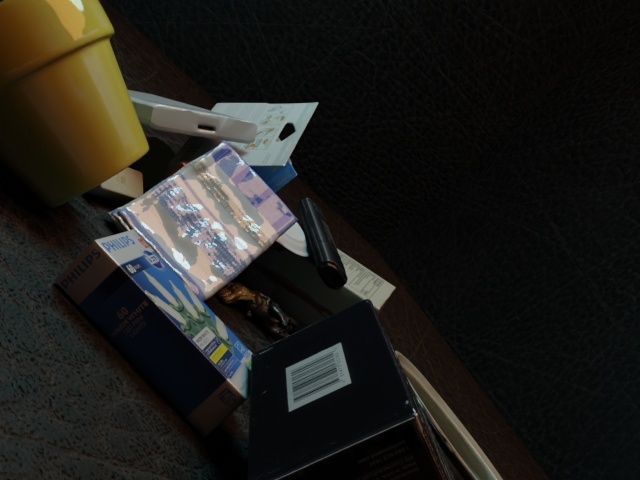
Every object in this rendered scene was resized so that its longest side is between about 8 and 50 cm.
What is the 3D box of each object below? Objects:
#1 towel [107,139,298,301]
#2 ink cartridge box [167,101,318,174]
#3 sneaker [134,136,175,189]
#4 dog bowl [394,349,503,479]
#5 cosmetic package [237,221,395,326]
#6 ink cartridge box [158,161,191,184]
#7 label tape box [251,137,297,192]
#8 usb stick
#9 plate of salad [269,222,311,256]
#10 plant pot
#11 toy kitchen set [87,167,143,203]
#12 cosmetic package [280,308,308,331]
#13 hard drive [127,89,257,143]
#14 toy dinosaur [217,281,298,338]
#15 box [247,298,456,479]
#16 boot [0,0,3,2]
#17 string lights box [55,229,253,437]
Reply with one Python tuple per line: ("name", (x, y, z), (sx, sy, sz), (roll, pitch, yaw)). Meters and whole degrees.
("towel", (-0.188, -0.037, 1.171), (0.209, 0.034, 0.285), (48, 50, 1))
("ink cartridge box", (-0.146, -0.198, 1.401), (0.275, 0.238, 0.060), (-68, 157, -50))
("sneaker", (-0.306, -0.114, 1.441), (0.235, 0.090, 0.095), (52, -4, 12))
("dog bowl", (0.190, 0.389, 1.149), (0.408, 0.150, 0.408), (52, 5, -6))
("cosmetic package", (-0.011, 0.086, 1.442), (0.296, 0.129, 0.153), (34, 21, 10))
("ink cartridge box", (-0.226, -0.038, 1.258), (0.175, 0.127, 0.072), (47, 8, 2))
("label tape box", (-0.199, -0.165, 1.598), (0.106, 0.240, 0.334), (50, 6, -24))
("usb stick", (0.000, 0.000, 1.389), (0.077, 0.045, 0.278), (47, 13, -30))
("plate of salad", (-0.098, -0.034, 1.352), (0.200, 0.048, 0.200), (42, 14, -13))
("plant pot", (-0.363, -0.187, 0.931), (0.239, 0.254, 0.254), (60, 3, -19))
("toy kitchen set", (-0.409, -0.166, 1.180), (0.122, 0.166, 0.207), (23, 62, -70))
("cosmetic package", (-0.048, 0.165, 1.507), (0.115, 0.041, 0.060), (46, 9, -7))
("hard drive", (-0.323, -0.253, 1.337), (0.353, 0.047, 0.233), (23, 15, 41))
("toy dinosaur", (-0.086, 0.153, 1.319), (0.118, 0.064, 0.268), (45, 1, 39))
("box", (0.057, 0.274, 0.780), (0.294, 0.182, 0.296), (63, 3, -16))
("boot", (-0.676, -0.501, 1.301), (0.115, 0.112, 0.305), (39, 4, 38))
("string lights box", (-0.195, 0.110, 0.873), (0.260, 0.077, 0.133), (47, 8, -2))
